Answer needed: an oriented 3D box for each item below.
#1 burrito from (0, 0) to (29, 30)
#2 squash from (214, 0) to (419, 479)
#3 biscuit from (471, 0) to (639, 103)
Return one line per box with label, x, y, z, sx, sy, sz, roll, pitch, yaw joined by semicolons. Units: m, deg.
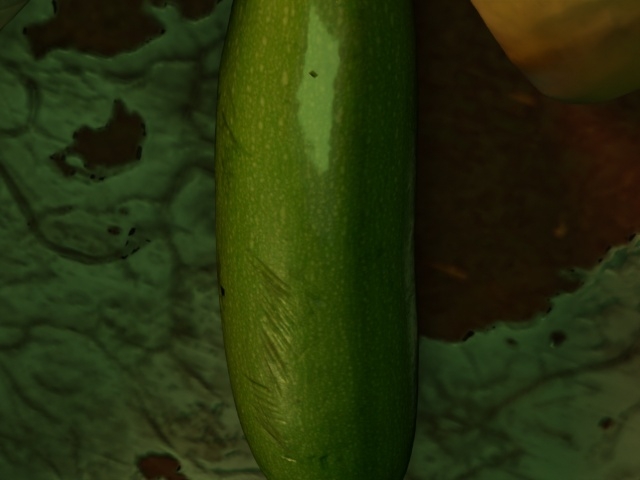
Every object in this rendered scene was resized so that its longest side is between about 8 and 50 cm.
burrito;-0.240;-0.049;0.606;0.139;0.101;0.445;44;108;-12
squash;-0.001;0.002;0.650;0.082;0.082;0.292;3;123;7
biscuit;0.106;-0.196;0.519;0.237;0.062;0.290;-24;115;22
